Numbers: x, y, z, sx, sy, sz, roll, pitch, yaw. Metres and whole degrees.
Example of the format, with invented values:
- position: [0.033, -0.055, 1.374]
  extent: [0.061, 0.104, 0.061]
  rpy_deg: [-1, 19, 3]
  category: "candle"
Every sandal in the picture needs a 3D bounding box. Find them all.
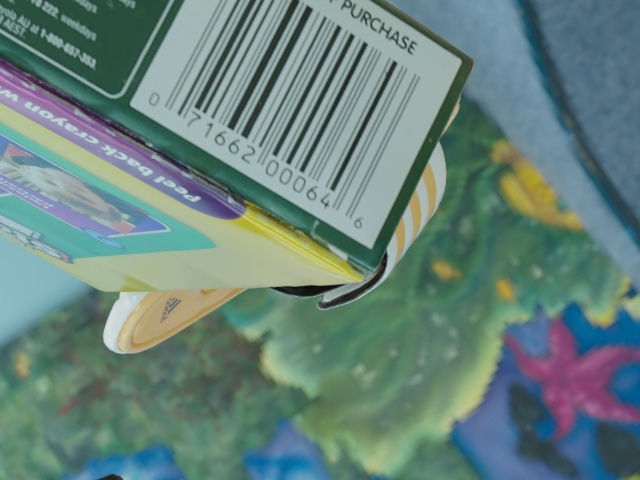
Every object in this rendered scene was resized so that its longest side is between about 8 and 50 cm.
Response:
- position: [-0.003, 0.006, 1.083]
  extent: [0.076, 0.265, 0.102]
  rpy_deg: [45, 146, 15]
  category: "sandal"

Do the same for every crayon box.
- position: [-0.169, -0.106, 0.797]
  extent: [0.363, 0.106, 0.313]
  rpy_deg: [31, 167, -20]
  category: "crayon box"

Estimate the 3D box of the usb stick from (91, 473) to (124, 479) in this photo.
- position: [-0.122, 0.207, 0.762]
  extent: [0.045, 0.278, 0.077]
  rpy_deg: [20, 132, 1]
  category: "usb stick"
